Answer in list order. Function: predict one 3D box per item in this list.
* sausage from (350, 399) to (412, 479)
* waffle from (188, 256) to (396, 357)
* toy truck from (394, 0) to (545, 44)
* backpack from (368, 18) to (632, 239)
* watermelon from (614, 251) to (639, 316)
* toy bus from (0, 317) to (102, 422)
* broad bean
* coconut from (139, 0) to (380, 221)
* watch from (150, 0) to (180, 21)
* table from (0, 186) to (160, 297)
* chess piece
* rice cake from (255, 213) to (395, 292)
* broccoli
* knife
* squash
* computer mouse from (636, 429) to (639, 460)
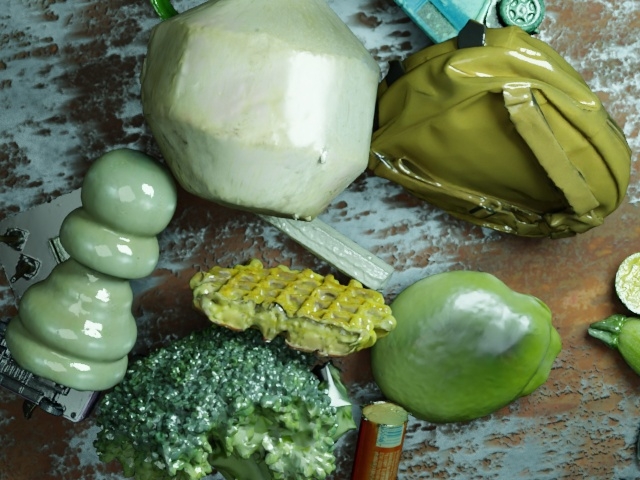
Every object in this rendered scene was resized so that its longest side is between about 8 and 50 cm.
[{"bbox_3d":[0.078,0.372,1.802,0.083,0.083,0.264,9,115,-1],"label":"sausage"},{"bbox_3d":[-0.045,0.097,1.715,0.283,0.309,0.065,-2,107,-31],"label":"waffle"},{"bbox_3d":[0.208,-0.369,1.760,0.156,0.155,0.279,-43,93,11],"label":"toy truck"},{"bbox_3d":[0.259,-0.147,1.695,0.378,0.353,0.201,39,55,-34],"label":"backpack"},{"bbox_3d":[0.504,0.071,1.822,0.105,0.062,0.106,-1,76,2],"label":"watermelon"},{"bbox_3d":[-0.428,0.196,1.787,0.198,0.108,0.096,25,84,6],"label":"toy bus"},{"bbox_3d":[0.218,0.160,1.799,0.291,0.119,0.238,-15,102,3],"label":"broad bean"},{"bbox_3d":[-0.085,-0.208,1.673,0.352,0.352,0.353,0,93,0],"label":"coconut"},{"bbox_3d":[-0.196,-0.405,1.781,0.165,0.131,0.152,38,110,-6],"label":"watch"},{"bbox_3d":[-0.381,-0.010,1.789,0.240,0.111,0.122,-22,94,1],"label":"table"},{"bbox_3d":[-0.306,0.029,1.662,0.182,0.182,0.330,25,107,-1],"label":"chess piece"},{"bbox_3d":[0.000,0.000,1.821,0.256,0.057,0.052,33,75,-2],"label":"rice cake"},{"bbox_3d":[-0.134,0.262,1.734,0.317,0.277,0.338,33,101,-21],"label":"broccoli"},{"bbox_3d":[-0.372,0.217,1.844,0.222,0.021,0.046,-24,92,5],"label":"knife"},{"bbox_3d":[0.487,0.150,1.825,0.132,0.105,0.105,35,92,16],"label":"squash"},{"bbox_3d":[0.541,0.295,1.843,0.079,0.047,0.135,19,101,-8],"label":"computer mouse"}]
